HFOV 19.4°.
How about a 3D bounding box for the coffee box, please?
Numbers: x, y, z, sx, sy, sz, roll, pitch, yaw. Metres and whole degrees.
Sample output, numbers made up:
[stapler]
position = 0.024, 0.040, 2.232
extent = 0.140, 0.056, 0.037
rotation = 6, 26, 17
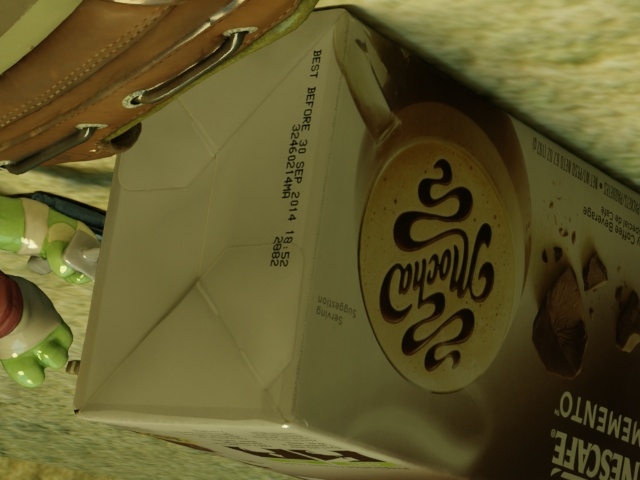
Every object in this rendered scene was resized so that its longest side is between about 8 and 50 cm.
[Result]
[coffee box]
position = 0.041, 0.030, 0.845
extent = 0.119, 0.168, 0.297
rotation = -2, 163, 37

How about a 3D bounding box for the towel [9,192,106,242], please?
[towel]
position = -0.143, 0.002, 1.139
extent = 0.119, 0.029, 0.067
rotation = 20, 163, -41

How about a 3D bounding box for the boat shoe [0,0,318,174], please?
[boat shoe]
position = -0.101, -0.065, 0.650
extent = 0.104, 0.111, 0.307
rotation = 16, 165, -27

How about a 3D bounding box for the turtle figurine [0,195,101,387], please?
[turtle figurine]
position = -0.207, 0.068, 1.020
extent = 0.274, 0.198, 0.266
rotation = 19, 166, 12

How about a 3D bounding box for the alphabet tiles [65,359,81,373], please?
[alphabet tiles]
position = 0.017, 0.118, 1.139
extent = 0.342, 0.011, 0.285
rotation = 15, 174, -10
